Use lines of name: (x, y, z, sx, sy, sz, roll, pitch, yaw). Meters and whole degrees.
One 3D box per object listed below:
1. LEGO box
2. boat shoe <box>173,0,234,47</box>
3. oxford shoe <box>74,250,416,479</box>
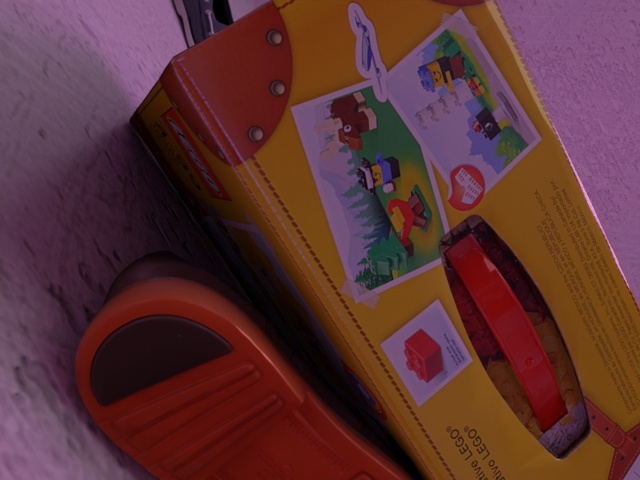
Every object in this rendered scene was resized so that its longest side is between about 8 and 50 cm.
LEGO box: (0.064, 0.046, 0.558, 0.500, 0.193, 0.372, 58, -14, -16)
boat shoe: (-0.183, -0.372, 1.148, 0.319, 0.099, 0.116, 66, 10, 27)
oxford shoe: (-0.012, 0.150, 0.439, 0.363, 0.130, 0.132, 57, 4, -22)
